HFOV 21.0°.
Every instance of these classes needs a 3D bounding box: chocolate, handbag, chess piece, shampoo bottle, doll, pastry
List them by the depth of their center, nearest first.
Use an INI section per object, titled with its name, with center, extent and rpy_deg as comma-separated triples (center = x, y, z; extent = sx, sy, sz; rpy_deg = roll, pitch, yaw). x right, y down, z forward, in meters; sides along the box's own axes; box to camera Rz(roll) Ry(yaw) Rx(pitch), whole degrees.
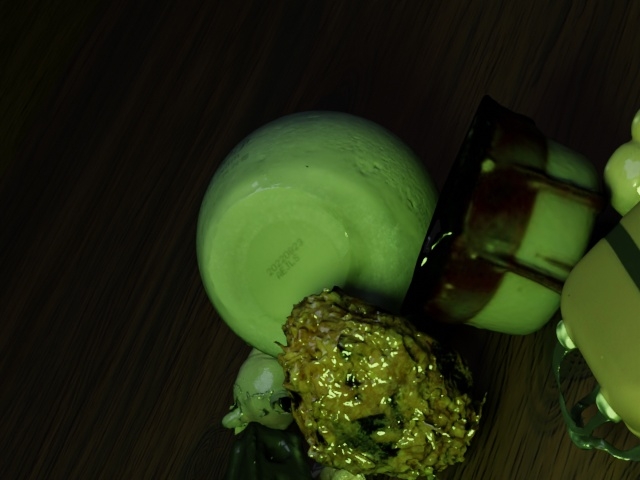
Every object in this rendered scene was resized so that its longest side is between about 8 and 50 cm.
[handbag]
center = 0.352, 0.105, 1.742
extent = 0.283, 0.149, 0.302
rpy_deg = -44, 28, 14
[pastry]
center = 0.053, 0.178, 1.974
extent = 0.275, 0.275, 0.193
rpy_deg = 9, 67, 60
[chess piece]
center = 0.422, -0.135, 1.983
extent = 0.261, 0.142, 0.143
rpy_deg = -56, 26, 1
[chocolate]
center = 0.223, -0.012, 1.984
extent = 0.283, 0.186, 0.284
rpy_deg = 20, -90, -85
[shampoo bottle]
center = 0.000, 0.000, 2.210
extent = 0.322, 0.322, 0.317
rpy_deg = -40, 8, 18
[doll]
center = -0.056, 0.179, 2.329
extent = 0.149, 0.095, 0.192
rpy_deg = -23, 34, 39

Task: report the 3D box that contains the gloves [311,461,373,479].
[gloves]
center = 0.019, 0.307, 2.045
extent = 0.110, 0.094, 0.144
rpy_deg = -8, 28, 38

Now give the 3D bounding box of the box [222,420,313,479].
[box]
center = -0.089, 0.424, 1.934
extent = 0.359, 0.091, 0.350
rpy_deg = -105, 33, -60
